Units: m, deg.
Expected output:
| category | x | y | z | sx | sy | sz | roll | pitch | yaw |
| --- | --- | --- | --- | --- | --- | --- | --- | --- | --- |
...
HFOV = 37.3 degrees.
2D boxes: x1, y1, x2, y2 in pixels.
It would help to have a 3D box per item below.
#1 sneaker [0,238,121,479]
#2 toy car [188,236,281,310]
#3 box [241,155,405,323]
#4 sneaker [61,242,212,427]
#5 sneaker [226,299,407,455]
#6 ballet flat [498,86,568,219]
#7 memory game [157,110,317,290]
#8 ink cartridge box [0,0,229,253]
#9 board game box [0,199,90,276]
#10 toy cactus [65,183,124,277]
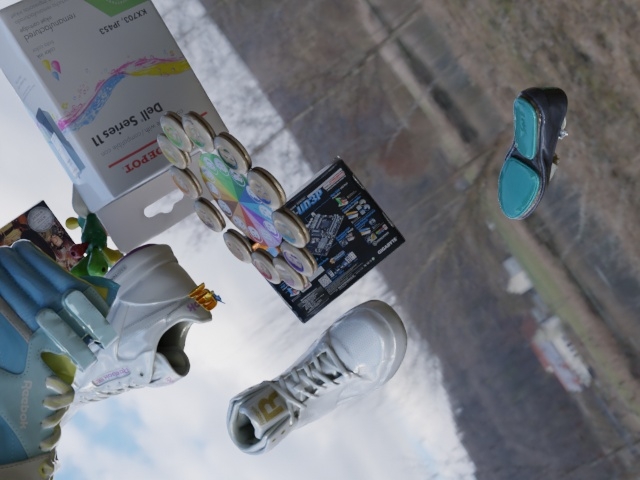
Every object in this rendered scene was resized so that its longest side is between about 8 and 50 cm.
| category | x | y | z | sx | sy | sz | roll | pitch | yaw |
| --- | --- | --- | --- | --- | --- | --- | --- | --- | --- |
| sneaker | -0.245 | 0.144 | 0.850 | 0.319 | 0.208 | 0.127 | 64 | 160 | -2 |
| toy car | -0.089 | 0.030 | 1.054 | 0.040 | 0.122 | 0.060 | 48 | 179 | -13 |
| box | 0.000 | 0.000 | 1.532 | 0.175 | 0.220 | 0.051 | 50 | 180 | -12 |
| sneaker | -0.255 | 0.151 | 1.162 | 0.152 | 0.305 | 0.114 | 46 | -162 | 14 |
| sneaker | -0.015 | 0.194 | 1.235 | 0.169 | 0.292 | 0.108 | -27 | -106 | -44 |
| ballet flat | 0.268 | -0.108 | 1.169 | 0.203 | 0.074 | 0.074 | 87 | 163 | -47 |
| memory game | -0.072 | -0.031 | 0.786 | 0.186 | 0.012 | 0.186 | 39 | 156 | 21 |
| ink cartridge box | -0.273 | -0.181 | 1.310 | 0.353 | 0.207 | 0.119 | 59 | 151 | -8 |
| board game box | -0.536 | 0.064 | 1.646 | 0.165 | 0.243 | 0.042 | 56 | 162 | -15 |
| toy cactus | -0.345 | -0.018 | 1.395 | 0.219 | 0.112 | 0.180 | -108 | 14 | -73 |
